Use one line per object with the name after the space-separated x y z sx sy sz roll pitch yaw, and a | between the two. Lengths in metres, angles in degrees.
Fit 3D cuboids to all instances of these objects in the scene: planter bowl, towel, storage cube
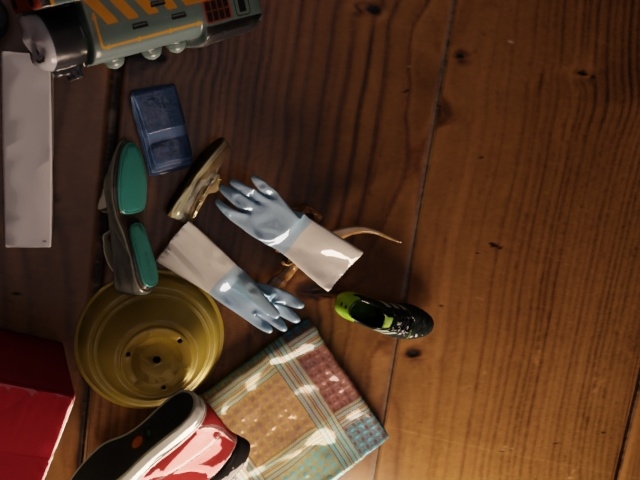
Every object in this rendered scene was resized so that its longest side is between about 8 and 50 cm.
-0.237 0.156 1.089 0.217 0.090 0.217 -4 103 -17 | planter bowl
-0.099 0.330 1.202 0.370 0.040 0.271 -36 111 -8 | towel
-0.442 0.223 0.974 0.193 0.215 0.183 18 96 -27 | storage cube
-0.218 -0.153 1.056 0.067 0.029 0.119 -15 106 -15 | towel

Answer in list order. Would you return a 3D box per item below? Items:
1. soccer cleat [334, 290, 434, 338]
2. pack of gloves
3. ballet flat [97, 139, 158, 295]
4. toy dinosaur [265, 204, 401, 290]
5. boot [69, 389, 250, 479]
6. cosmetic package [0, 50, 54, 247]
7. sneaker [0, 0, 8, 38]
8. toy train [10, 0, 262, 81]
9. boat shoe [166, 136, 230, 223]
0.106 0.124 1.203 0.179 0.072 0.060 17 97 -21 | soccer cleat
-0.085 0.031 1.089 0.232 0.046 0.195 36 109 -20 | pack of gloves
-0.273 -0.028 1.045 0.068 0.072 0.213 -6 93 23 | ballet flat
0.000 0.000 1.156 0.211 0.064 0.112 -29 123 1 | toy dinosaur
-0.226 0.340 1.100 0.244 0.088 0.176 -35 128 1 | boot
-0.372 -0.117 0.976 0.060 0.099 0.239 0 102 -19 | cosmetic package
-0.483 -0.160 0.940 0.319 0.112 0.131 -42 128 -2 | sneaker
-0.220 -0.315 0.929 0.334 0.142 0.190 -27 114 -33 | toy train
-0.165 -0.083 1.082 0.045 0.050 0.135 33 101 -25 | boat shoe
